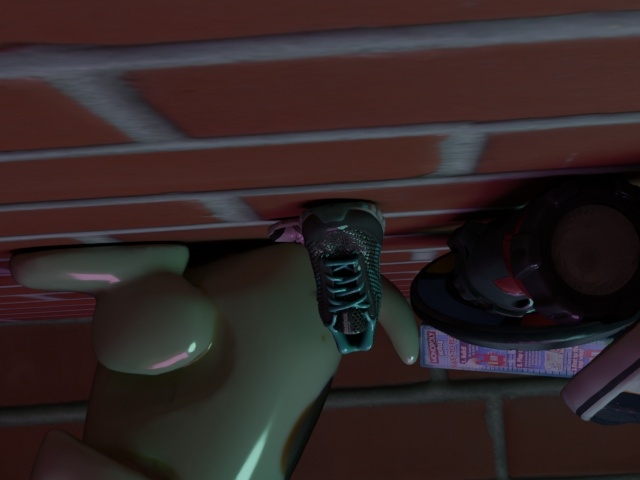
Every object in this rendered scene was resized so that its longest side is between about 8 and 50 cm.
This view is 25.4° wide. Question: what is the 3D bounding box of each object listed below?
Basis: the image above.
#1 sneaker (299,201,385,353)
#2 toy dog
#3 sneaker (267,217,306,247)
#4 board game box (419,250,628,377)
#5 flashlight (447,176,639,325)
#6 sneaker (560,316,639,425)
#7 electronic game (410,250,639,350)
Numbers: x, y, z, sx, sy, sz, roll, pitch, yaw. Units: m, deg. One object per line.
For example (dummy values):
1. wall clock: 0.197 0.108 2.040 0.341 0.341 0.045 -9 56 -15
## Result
1. sneaker: 0.022 0.030 1.050 0.065 0.076 0.166 -9 152 5
2. toy dog: -0.102 0.212 1.363 0.395 0.408 0.284 -3 176 -2
3. sneaker: 0.000 0.000 1.110 0.083 0.037 0.032 -2 177 7
4. board game box: 0.188 0.062 1.402 0.194 0.060 0.194 -5 -142 -1
5. flashlight: 0.171 0.018 1.067 0.103 0.103 0.304 -6 174 -4
6. sneaker: 0.268 0.068 0.880 0.126 0.127 0.321 -36 170 -31
7. electronic game: 0.196 0.041 1.297 0.229 0.048 0.229 -6 -160 2
